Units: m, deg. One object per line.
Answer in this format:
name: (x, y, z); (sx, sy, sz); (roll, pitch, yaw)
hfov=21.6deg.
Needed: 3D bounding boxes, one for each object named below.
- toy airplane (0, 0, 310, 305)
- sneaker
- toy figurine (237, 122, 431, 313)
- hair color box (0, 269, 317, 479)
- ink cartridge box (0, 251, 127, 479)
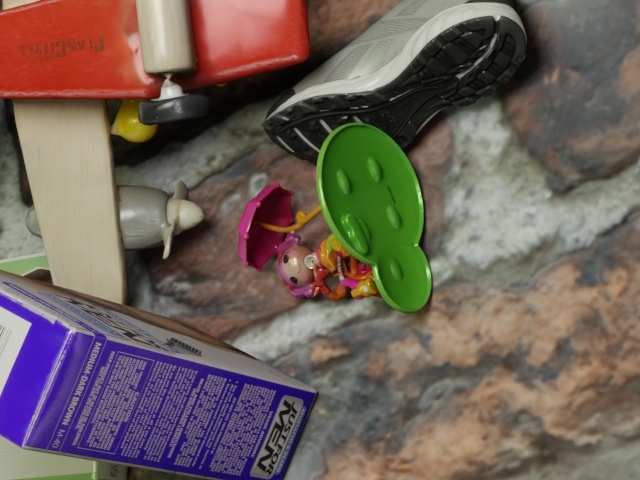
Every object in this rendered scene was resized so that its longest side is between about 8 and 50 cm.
toy airplane: (-0.222, -0.173, 1.551); (0.384, 0.272, 0.386); (42, 113, 14)
sneaker: (0.066, -0.150, 1.494); (0.271, 0.100, 0.108); (-27, 40, 29)
toy figurine: (0.000, 0.000, 1.497); (0.159, 0.130, 0.173); (-20, 94, 42)
hair color box: (-0.177, 0.115, 1.424); (0.185, 0.339, 0.110); (24, 90, 35)
ink cartridge box: (-0.267, 0.131, 1.653); (0.171, 0.056, 0.235); (-10, 70, 31)
